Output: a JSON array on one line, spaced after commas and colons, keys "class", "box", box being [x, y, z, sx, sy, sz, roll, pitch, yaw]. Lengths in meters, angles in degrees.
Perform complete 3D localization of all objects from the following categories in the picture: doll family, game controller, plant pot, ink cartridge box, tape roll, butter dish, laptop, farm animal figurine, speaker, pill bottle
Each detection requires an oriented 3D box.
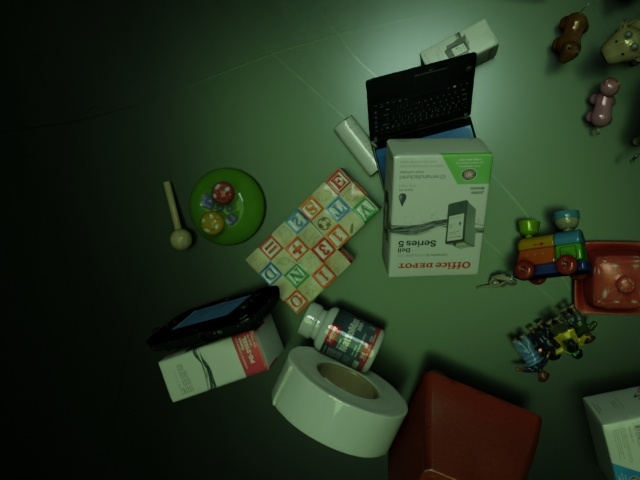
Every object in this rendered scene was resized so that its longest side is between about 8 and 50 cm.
[{"class": "doll family", "box": [0.510, 0.228, 1.427, 0.193, 0.076, 0.111, -35, 88, 28]}, {"class": "game controller", "box": [-0.236, 0.171, 1.450, 0.319, 0.166, 0.067, -17, 112, 31]}, {"class": "plant pot", "box": [0.287, 0.485, 1.366, 0.267, 0.236, 0.268, 21, 118, 6]}, {"class": "ink cartridge box", "box": [0.702, 0.408, 1.369, 0.232, 0.168, 0.171, -14, 94, 10]}, {"class": "tape roll", "box": [0.039, 0.338, 1.404, 0.286, 0.286, 0.100, 26, 99, 5]}, {"class": "butter dish", "box": [0.626, 0.086, 1.377, 0.159, 0.118, 0.160, 0, 95, 8]}, {"class": "laptop", "box": [0.229, -0.223, 1.371, 0.234, 0.264, 0.137, -16, 53, -4]}, {"class": "ink cartridge box", "box": [-0.222, 0.263, 1.491, 0.237, 0.172, 0.100, -20, 92, 10]}, {"class": "farm animal figurine", "box": [0.646, -0.375, 1.302, 0.327, 0.172, 0.330, -44, 88, 10]}, {"class": "ink cartridge box", "box": [0.291, -0.393, 1.385, 0.150, 0.109, 0.063, -26, 86, 10]}, {"class": "speaker", "box": [0.091, -0.209, 1.460, 0.055, 0.055, 0.136, -39, 89, 10]}, {"class": "ink cartridge box", "box": [0.235, -0.066, 1.365, 0.198, 0.115, 0.273, -2, 116, -2]}, {"class": "pill bottle", "box": [0.045, 0.213, 1.480, 0.180, 0.108, 0.108, 25, 98, 5]}]

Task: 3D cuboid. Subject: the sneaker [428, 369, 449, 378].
[{"class": "sneaker", "box": [0.312, 0.368, 1.473, 0.188, 0.071, 0.066, 35, 99, 4]}]

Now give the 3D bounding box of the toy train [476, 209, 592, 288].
[{"class": "toy train", "box": [0.447, 0.020, 1.417, 0.247, 0.105, 0.144, -10, 74, 35]}]

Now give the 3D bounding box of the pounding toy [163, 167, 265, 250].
[{"class": "pounding toy", "box": [-0.252, -0.070, 1.497, 0.236, 0.110, 0.183, -10, 94, 9]}]

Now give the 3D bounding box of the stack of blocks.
[{"class": "stack of blocks", "box": [0.000, 0.000, 1.477, 0.297, 0.087, 0.171, -45, 88, 10]}]
